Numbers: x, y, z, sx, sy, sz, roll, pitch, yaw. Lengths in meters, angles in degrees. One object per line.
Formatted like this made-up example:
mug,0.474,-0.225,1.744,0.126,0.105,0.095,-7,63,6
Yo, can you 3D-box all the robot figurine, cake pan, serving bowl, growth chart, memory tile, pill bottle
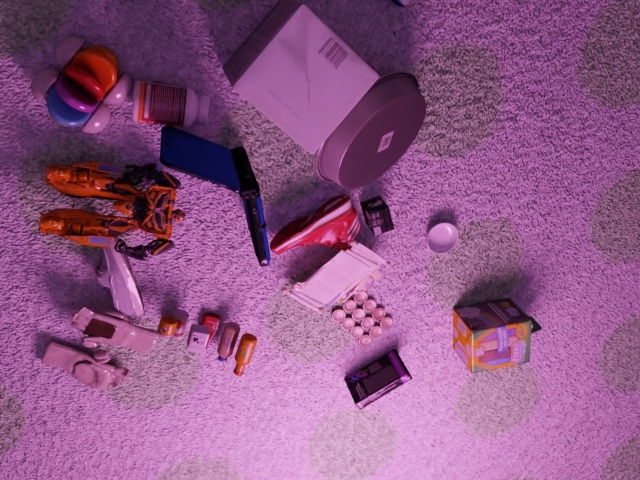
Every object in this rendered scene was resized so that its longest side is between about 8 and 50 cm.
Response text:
robot figurine,-0.431,-0.068,1.425,0.290,0.085,0.211,6,86,-15
cake pan,0.117,-0.223,1.438,0.293,0.054,0.293,-36,156,-19
serving bowl,0.300,-0.010,1.684,0.083,0.027,0.083,-4,112,-11
growth chart,0.045,0.094,1.639,0.237,0.021,0.172,-37,133,13
memory tile,0.109,0.200,1.736,0.113,0.012,0.148,-42,114,6
pill bottle,-0.310,-0.279,1.398,0.152,0.086,0.086,5,111,-15

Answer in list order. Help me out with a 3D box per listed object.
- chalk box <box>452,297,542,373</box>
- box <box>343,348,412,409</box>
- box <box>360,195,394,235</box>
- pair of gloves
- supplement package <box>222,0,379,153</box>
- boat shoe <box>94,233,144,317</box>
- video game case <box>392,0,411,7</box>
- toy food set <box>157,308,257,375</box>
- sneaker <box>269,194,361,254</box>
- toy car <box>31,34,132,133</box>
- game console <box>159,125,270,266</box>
chalk box,0.469,0.244,1.772,0.213,0.132,0.132,-8,113,-8
box,0.148,0.360,1.754,0.162,0.116,0.029,-30,117,1
box,0.134,-0.059,1.594,0.052,0.083,0.062,-19,115,-4
pair of gloves,-0.515,0.257,1.570,0.204,0.042,0.240,31,119,-24
supplement package,-0.050,-0.334,1.338,0.199,0.263,0.198,38,99,-23
boat shoe,-0.464,0.082,1.516,0.081,0.079,0.228,-18,118,-10
video game case,0.153,-0.659,1.363,0.269,0.061,0.244,36,99,-23
toy food set,-0.279,0.241,1.607,0.232,0.111,0.105,13,108,-20
sneaker,0.000,0.000,1.588,0.221,0.087,0.128,-30,114,2
toy car,-0.469,-0.298,1.326,0.159,0.136,0.182,37,100,-24
game console,-0.217,-0.097,1.382,0.173,0.293,0.250,-10,114,-7
